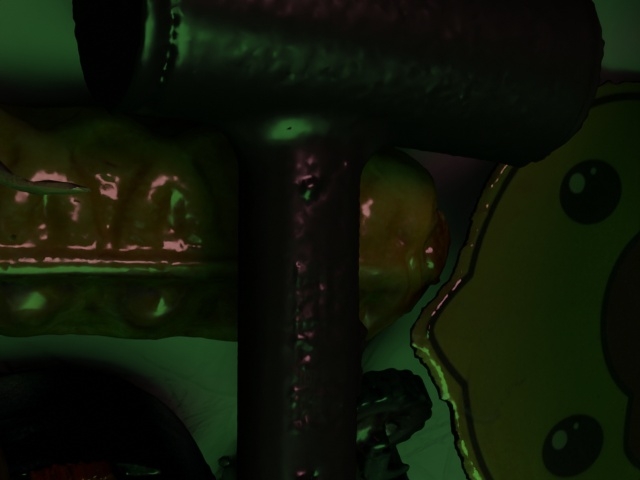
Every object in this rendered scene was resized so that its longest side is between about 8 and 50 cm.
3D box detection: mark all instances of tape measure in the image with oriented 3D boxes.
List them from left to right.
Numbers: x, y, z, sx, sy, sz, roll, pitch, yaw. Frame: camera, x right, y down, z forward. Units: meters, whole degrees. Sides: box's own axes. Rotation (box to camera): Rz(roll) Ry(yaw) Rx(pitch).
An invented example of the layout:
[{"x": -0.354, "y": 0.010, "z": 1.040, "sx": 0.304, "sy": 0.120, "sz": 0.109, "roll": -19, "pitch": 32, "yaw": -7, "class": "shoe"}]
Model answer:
[{"x": -0.158, "y": 0.168, "z": 0.643, "sx": 0.223, "sy": 0.135, "sz": 0.202, "roll": -15, "pitch": 131, "yaw": -12, "class": "tape measure"}]

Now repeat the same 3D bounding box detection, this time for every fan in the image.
[{"x": 0.180, "y": 0.035, "z": 0.622, "sx": 0.335, "sy": 0.011, "sz": 0.229, "roll": -2, "pitch": 99, "yaw": -34, "class": "fan"}]

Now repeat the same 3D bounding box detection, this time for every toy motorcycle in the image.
[{"x": -0.008, "y": 0.147, "z": 0.702, "sx": 0.130, "sy": 0.094, "sz": 0.229, "roll": -10, "pitch": 147, "yaw": -12, "class": "toy motorcycle"}]

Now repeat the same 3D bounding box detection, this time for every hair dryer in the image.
[{"x": 0.000, "y": 0.000, "z": 0.469, "sx": 0.197, "sy": 0.089, "sz": 0.251, "roll": 4, "pitch": 91, "yaw": -28, "class": "hair dryer"}]

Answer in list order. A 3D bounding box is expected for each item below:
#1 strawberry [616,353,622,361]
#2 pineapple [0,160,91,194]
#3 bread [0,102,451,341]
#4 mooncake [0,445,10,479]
[{"x": 0.159, "y": 0.065, "z": 0.695, "sx": 0.188, "sy": 0.082, "sz": 0.121, "roll": -11, "pitch": 141, "yaw": -31, "class": "strawberry"}, {"x": -0.101, "y": -0.150, "z": 0.275, "sx": 0.262, "sy": 0.262, "sz": 0.272, "roll": 17, "pitch": 139, "yaw": -34, "class": "pineapple"}, {"x": -0.068, "y": -0.004, "z": 0.524, "sx": 0.269, "sy": 0.098, "sz": 0.087, "roll": 3, "pitch": 177, "yaw": -22, "class": "bread"}, {"x": -0.219, "y": 0.073, "z": 0.437, "sx": 0.228, "sy": 0.124, "sz": 0.228, "roll": 20, "pitch": 155, "yaw": 9, "class": "mooncake"}]
